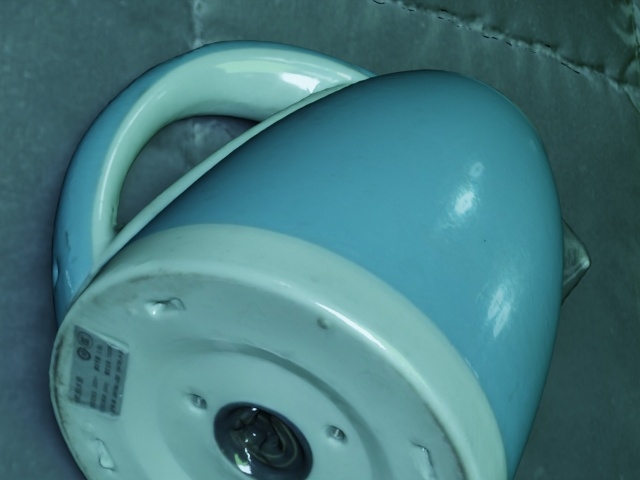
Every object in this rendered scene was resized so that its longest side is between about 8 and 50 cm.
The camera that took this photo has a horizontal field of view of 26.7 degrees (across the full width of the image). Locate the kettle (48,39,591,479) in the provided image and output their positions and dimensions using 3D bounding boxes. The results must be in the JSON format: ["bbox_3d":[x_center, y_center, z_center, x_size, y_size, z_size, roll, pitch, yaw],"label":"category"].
[{"bbox_3d":[0.000,0.000,0.814,0.319,0.247,0.342,31,43,3],"label":"kettle"}]
